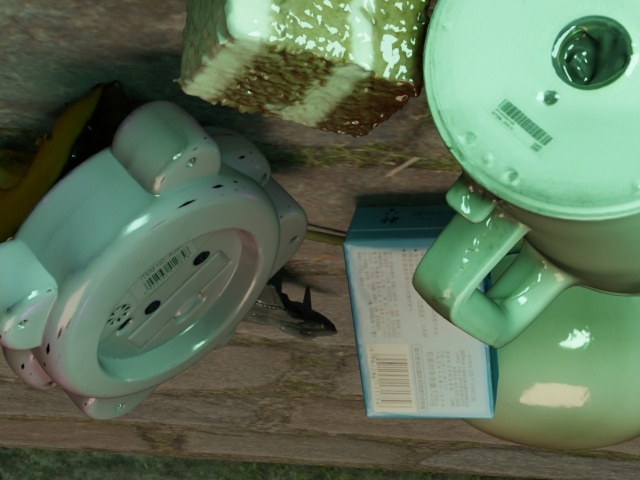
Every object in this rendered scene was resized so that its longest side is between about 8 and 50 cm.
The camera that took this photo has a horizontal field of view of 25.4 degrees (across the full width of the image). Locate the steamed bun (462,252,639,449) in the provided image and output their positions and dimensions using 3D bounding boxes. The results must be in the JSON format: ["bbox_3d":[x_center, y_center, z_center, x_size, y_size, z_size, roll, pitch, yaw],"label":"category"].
[{"bbox_3d":[0.290,0.147,1.724,0.324,0.206,0.324,3,161,1],"label":"steamed bun"}]

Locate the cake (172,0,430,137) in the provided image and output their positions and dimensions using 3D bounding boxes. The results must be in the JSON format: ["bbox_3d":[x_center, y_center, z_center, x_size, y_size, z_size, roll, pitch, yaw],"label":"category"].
[{"bbox_3d":[-0.013,-0.153,0.936,0.147,0.135,0.134,7,164,-17],"label":"cake"}]

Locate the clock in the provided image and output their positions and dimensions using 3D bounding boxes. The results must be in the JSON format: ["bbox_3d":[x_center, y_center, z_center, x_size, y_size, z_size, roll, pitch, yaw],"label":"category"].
[{"bbox_3d":[-0.162,0.020,1.282,0.295,0.113,0.322,-44,159,-2],"label":"clock"}]

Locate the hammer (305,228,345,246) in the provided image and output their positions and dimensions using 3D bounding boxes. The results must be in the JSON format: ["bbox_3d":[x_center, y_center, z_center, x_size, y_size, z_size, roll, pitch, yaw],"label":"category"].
[{"bbox_3d":[0.000,0.000,1.606,0.195,0.028,0.060,11,166,-28],"label":"hammer"}]

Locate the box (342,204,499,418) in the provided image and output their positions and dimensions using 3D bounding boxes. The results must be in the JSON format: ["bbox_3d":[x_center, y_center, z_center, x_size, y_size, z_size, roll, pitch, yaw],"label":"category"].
[{"bbox_3d":[0.112,0.079,1.529,0.143,0.083,0.232,-1,118,13],"label":"box"}]

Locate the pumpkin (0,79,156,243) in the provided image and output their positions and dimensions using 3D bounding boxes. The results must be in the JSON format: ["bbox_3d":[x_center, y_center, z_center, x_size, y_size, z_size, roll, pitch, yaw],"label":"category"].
[{"bbox_3d":[-0.228,-0.038,1.329,0.130,0.149,0.254,27,151,-36],"label":"pumpkin"}]

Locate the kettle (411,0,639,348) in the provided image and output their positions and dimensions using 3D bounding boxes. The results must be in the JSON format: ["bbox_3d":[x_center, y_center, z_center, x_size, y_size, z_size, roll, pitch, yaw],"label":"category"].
[{"bbox_3d":[0.194,-0.053,0.983,0.205,0.264,0.318,11,172,17],"label":"kettle"}]

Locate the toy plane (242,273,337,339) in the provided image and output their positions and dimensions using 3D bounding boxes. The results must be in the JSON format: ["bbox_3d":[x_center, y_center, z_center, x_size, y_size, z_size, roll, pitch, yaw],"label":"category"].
[{"bbox_3d":[-0.067,0.074,1.766,0.212,0.088,0.267,-11,166,41],"label":"toy plane"}]
